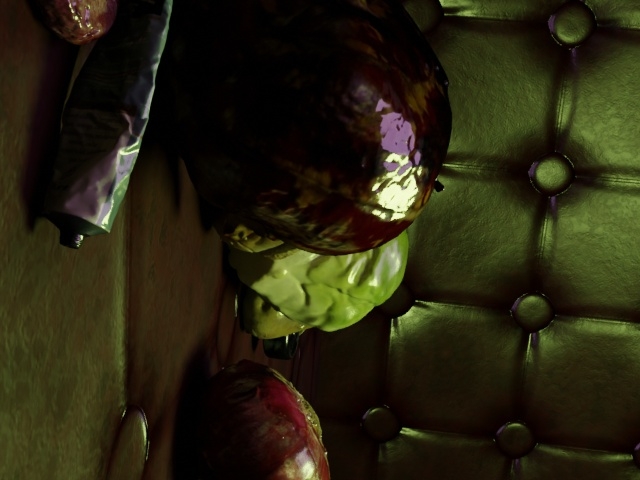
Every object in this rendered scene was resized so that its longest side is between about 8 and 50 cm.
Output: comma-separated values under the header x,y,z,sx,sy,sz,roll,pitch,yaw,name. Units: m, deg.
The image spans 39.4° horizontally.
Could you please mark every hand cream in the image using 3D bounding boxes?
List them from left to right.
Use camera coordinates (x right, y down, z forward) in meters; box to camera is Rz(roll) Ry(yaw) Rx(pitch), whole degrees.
x,y,z,sx,sy,sz,roll,pitch,yaw,name
-0.157,-0.110,0.699,0.052,0.075,0.248,40,59,-52,hand cream

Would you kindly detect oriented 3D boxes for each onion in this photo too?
x,y,z,sx,sy,sz,roll,pitch,yaw,name
-0.090,0.291,1.261,0.246,0.190,0.246,159,-90,-86,onion

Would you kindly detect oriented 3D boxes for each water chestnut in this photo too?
x,y,z,sx,sy,sz,roll,pitch,yaw,name
-0.032,-0.116,0.973,0.347,0.335,0.335,-47,-165,29,water chestnut

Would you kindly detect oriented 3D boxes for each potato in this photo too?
x,y,z,sx,sy,sz,roll,pitch,yaw,name
-0.045,0.114,1.603,0.200,0.081,0.164,-15,121,-41,potato

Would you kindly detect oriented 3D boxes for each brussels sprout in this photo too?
x,y,z,sx,sy,sz,roll,pitch,yaw,name
0.008,0.008,1.453,0.316,0.242,0.274,-42,113,-39,brussels sprout

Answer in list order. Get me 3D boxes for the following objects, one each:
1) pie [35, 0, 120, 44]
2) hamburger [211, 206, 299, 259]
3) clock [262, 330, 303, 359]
x,y,z,sx,sy,sz,roll,pitch,yaw,name
-0.174,-0.219,0.649,0.154,0.036,0.155,5,90,-85,pie
-0.037,-0.106,1.222,0.286,0.146,0.243,-57,-152,7,hamburger
-0.055,0.019,1.749,0.276,0.120,0.379,-63,158,-60,clock
